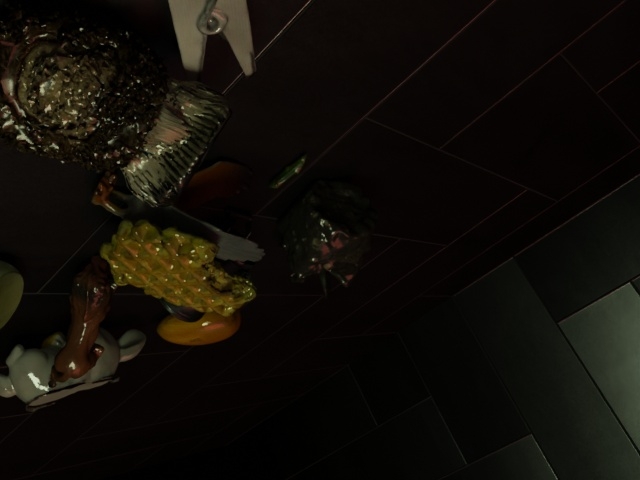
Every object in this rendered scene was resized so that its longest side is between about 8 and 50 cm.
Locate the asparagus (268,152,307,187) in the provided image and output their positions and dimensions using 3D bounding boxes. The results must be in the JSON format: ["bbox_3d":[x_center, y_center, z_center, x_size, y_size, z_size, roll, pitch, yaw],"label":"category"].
[{"bbox_3d":[-0.061,-0.139,1.268,0.108,0.025,0.021,-38,146,25],"label":"asparagus"}]

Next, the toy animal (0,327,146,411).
[{"bbox_3d":[-0.571,0.286,1.472,0.209,0.154,0.325,-30,163,24],"label":"toy animal"}]

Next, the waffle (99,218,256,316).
[{"bbox_3d":[-0.244,0.053,1.094,0.291,0.051,0.291,12,149,7],"label":"waffle"}]

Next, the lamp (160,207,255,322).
[{"bbox_3d":[-0.223,0.064,1.346,0.227,0.172,0.147,-35,155,23],"label":"lamp"}]

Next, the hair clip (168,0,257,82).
[{"bbox_3d":[-0.137,-0.306,0.740,0.101,0.085,0.330,-6,157,-4],"label":"hair clip"}]

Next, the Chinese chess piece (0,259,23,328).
[{"bbox_3d":[-0.581,0.101,1.092,0.144,0.059,0.144,-63,175,-10],"label":"Chinese chess piece"}]

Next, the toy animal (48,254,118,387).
[{"bbox_3d":[-0.483,0.176,1.272,0.097,0.312,0.157,16,-179,-9],"label":"toy animal"}]

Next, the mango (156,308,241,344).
[{"bbox_3d":[-0.319,0.216,1.661,0.220,0.112,0.144,-9,155,-11],"label":"mango"}]

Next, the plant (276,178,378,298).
[{"bbox_3d":[0.000,0.000,1.438,0.189,0.198,0.276,-7,147,-28],"label":"plant"}]

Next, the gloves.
[{"bbox_3d":[-0.278,-0.167,0.783,0.312,0.135,0.210,33,115,-30],"label":"gloves"}]

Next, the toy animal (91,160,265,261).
[{"bbox_3d":[-0.283,-0.032,1.138,0.302,0.225,0.284,27,128,-36],"label":"toy animal"}]
